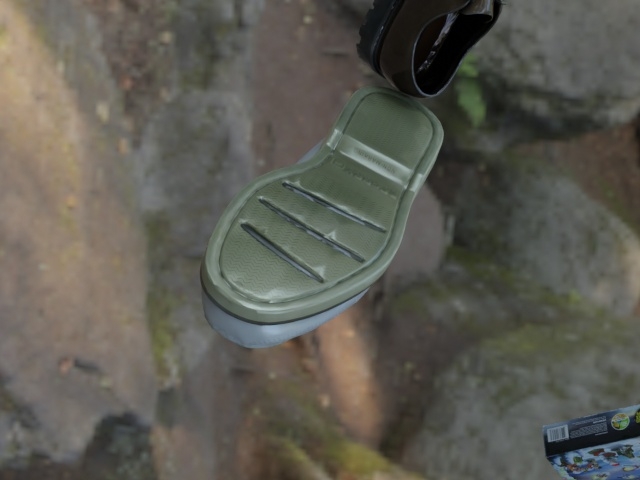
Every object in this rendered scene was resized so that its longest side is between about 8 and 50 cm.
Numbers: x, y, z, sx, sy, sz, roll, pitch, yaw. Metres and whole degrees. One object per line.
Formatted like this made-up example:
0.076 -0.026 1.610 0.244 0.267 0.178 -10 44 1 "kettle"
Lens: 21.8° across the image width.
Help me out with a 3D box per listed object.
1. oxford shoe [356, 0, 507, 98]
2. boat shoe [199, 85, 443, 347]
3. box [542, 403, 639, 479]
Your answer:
0.114 -0.207 1.231 0.083 0.096 0.227 5 118 -36 "oxford shoe"
0.000 0.000 1.175 0.302 0.113 0.103 -45 166 -52 "boat shoe"
0.234 0.145 1.160 0.094 0.137 0.027 48 32 -49 "box"
